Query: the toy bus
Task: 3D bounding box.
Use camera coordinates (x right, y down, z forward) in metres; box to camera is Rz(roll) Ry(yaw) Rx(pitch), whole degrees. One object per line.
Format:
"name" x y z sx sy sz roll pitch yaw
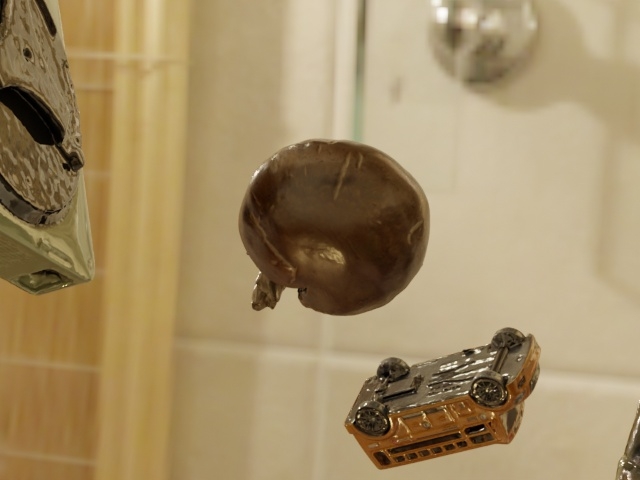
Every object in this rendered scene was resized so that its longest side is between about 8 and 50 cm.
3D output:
"toy bus" 0.124 0.152 1.812 0.088 0.194 0.083 59 -145 -21

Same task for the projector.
"projector" -0.236 -0.116 1.331 0.257 0.079 0.259 40 -144 -65

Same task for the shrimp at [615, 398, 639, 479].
"shrimp" 0.287 0.144 1.378 0.051 0.150 0.217 41 -125 -47

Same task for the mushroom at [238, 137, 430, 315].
"mushroom" -0.001 0.001 1.374 0.170 0.135 0.080 -47 3 44
